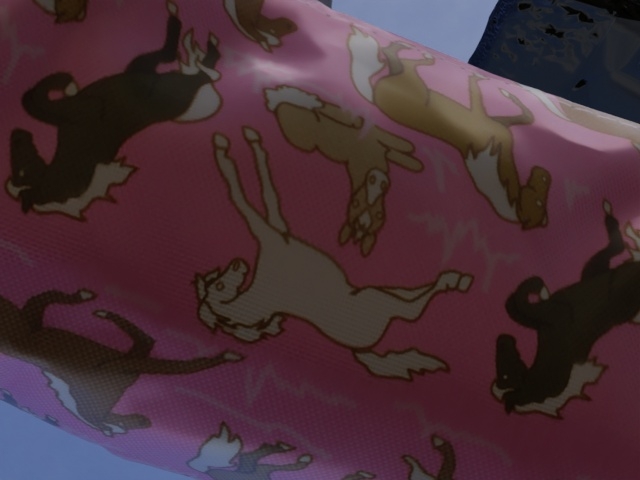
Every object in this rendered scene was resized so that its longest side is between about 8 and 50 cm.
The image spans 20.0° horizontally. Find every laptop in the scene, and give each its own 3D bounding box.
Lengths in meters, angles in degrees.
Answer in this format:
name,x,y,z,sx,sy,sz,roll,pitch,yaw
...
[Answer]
name,x,y,z,sx,sy,sz,roll,pitch,yaw
laptop,0.219,-0.083,1.074,0.264,0.234,0.136,24,-125,0

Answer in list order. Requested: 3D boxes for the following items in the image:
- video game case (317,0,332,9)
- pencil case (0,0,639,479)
name,x,y,z,sx,sy,sz,roll,pitch,yaw
video game case,-0.069,-0.131,0.907,0.022,0.173,0.190,-48,-17,-25
pencil case,0.000,0.000,0.612,0.386,0.167,0.160,19,-53,-14
